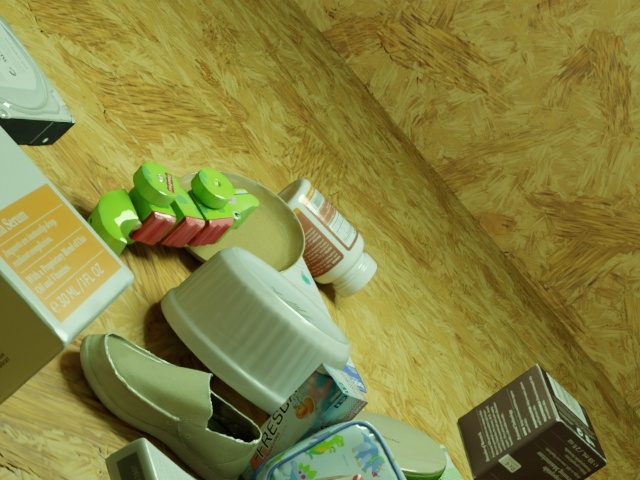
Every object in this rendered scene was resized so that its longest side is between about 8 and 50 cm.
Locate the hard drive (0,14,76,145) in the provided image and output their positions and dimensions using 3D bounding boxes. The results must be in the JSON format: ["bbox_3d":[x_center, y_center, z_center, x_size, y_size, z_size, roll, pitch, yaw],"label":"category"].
[{"bbox_3d":[-0.486,-0.235,1.641,0.237,0.064,0.339,54,18,10],"label":"hard drive"}]

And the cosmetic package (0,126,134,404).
[{"bbox_3d":[-0.421,-0.051,1.261,0.453,0.161,0.230,48,17,-6],"label":"cosmetic package"}]

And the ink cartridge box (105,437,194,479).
[{"bbox_3d":[-0.135,0.338,1.333,0.189,0.066,0.232,63,1,36],"label":"ink cartridge box"}]

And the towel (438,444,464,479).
[{"bbox_3d":[0.236,0.426,2.169,0.152,0.023,0.113,56,19,16],"label":"towel"}]

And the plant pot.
[{"bbox_3d":[-0.139,-0.021,1.981,0.236,0.032,0.236,18,39,-15],"label":"plant pot"}]

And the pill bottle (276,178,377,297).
[{"bbox_3d":[0.000,0.000,2.283,0.216,0.121,0.121,46,18,-16],"label":"pill bottle"}]

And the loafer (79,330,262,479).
[{"bbox_3d":[-0.175,0.189,1.501,0.268,0.092,0.102,42,19,-25],"label":"loafer"}]

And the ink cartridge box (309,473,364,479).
[{"bbox_3d":[0.040,0.425,1.338,0.283,0.117,0.207,57,32,-26],"label":"ink cartridge box"}]

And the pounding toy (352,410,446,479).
[{"bbox_3d":[0.063,0.330,1.844,0.237,0.110,0.183,27,16,30],"label":"pounding toy"}]

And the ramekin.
[{"bbox_3d":[-0.079,0.122,1.713,0.273,0.127,0.273,40,4,-4],"label":"ramekin"}]

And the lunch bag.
[{"bbox_3d":[0.033,0.341,1.526,0.219,0.176,0.090,62,-21,2],"label":"lunch bag"}]

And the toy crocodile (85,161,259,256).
[{"bbox_3d":[-0.208,-0.035,1.797,0.340,0.115,0.105,0,51,-57],"label":"toy crocodile"}]

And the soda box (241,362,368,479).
[{"bbox_3d":[-0.028,0.245,1.598,0.063,0.183,0.058,29,17,-50],"label":"soda box"}]

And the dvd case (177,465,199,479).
[{"bbox_3d":[-0.127,0.366,1.380,0.180,0.022,0.253,41,20,-29],"label":"dvd case"}]

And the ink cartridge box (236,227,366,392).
[{"bbox_3d":[-0.051,0.119,2.008,0.185,0.065,0.311,28,25,-48],"label":"ink cartridge box"}]

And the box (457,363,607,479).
[{"bbox_3d":[0.401,0.382,2.367,0.168,0.203,0.167,41,20,-28],"label":"box"}]
